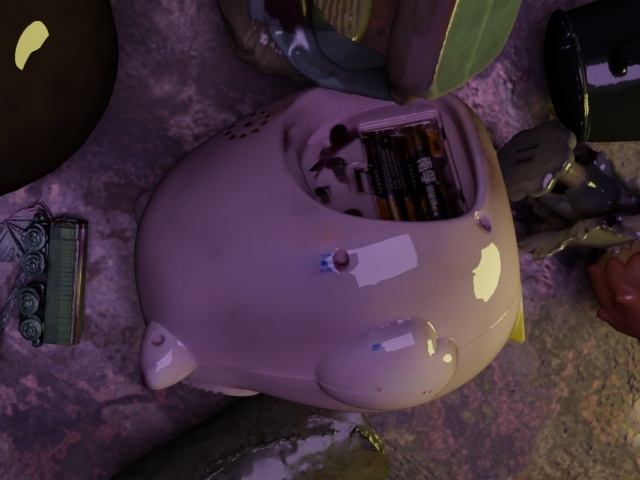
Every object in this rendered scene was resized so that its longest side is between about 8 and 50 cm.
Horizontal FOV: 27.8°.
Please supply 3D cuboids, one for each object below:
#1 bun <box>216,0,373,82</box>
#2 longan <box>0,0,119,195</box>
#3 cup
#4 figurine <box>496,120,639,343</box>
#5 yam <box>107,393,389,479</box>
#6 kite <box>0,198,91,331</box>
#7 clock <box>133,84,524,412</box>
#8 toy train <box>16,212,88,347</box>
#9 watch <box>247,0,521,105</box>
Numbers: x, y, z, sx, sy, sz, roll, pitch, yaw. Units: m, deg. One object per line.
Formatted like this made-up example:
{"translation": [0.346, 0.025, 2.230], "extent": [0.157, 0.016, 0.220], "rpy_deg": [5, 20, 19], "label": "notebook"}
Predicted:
{"translation": [-0.036, -0.252, 1.348], "extent": [0.166, 0.113, 0.173], "rpy_deg": [40, 73, -16], "label": "bun"}
{"translation": [-0.368, -0.229, 1.204], "extent": [0.404, 0.336, 0.405], "rpy_deg": [2, 87, -44], "label": "longan"}
{"translation": [0.332, -0.189, 1.353], "extent": [0.176, 0.223, 0.169], "rpy_deg": [-8, 88, 3], "label": "cup"}
{"translation": [0.351, 0.013, 1.402], "extent": [0.387, 0.207, 0.166], "rpy_deg": [34, 61, -26], "label": "figurine"}
{"translation": [-0.085, 0.261, 1.385], "extent": [0.304, 0.168, 0.168], "rpy_deg": [-31, 100, -3], "label": "yam"}
{"translation": [-0.318, 0.029, 1.405], "extent": [0.137, 0.005, 0.153], "rpy_deg": [11, 97, -8], "label": "kite"}
{"translation": [0.000, 0.000, 1.269], "extent": [0.376, 0.368, 0.251], "rpy_deg": [-9, 135, -1], "label": "clock"}
{"translation": [-0.289, 0.044, 1.389], "extent": [0.070, 0.038, 0.148], "rpy_deg": [4, 99, -9], "label": "toy train"}
{"translation": [0.053, -0.251, 1.183], "extent": [0.241, 0.161, 0.253], "rpy_deg": [33, 129, 22], "label": "watch"}
